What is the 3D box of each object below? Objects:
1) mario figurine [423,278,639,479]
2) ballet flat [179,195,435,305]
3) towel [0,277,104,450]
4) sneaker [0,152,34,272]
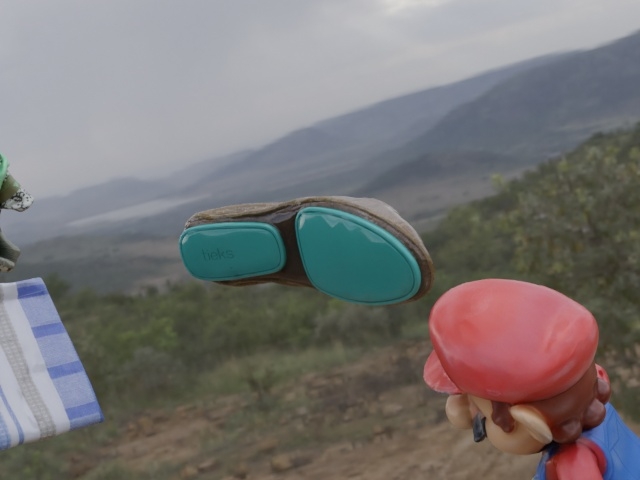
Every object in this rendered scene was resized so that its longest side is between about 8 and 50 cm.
[{"bbox_3d":[0.183,0.169,0.849,0.170,0.320,0.198,-38,12,0],"label":"mario figurine"},{"bbox_3d":[0.000,0.000,1.148,0.342,0.116,0.124,-1,19,41],"label":"ballet flat"},{"bbox_3d":[-0.381,0.137,1.199,0.034,0.209,0.285,-36,-17,27],"label":"towel"},{"bbox_3d":[-0.490,-0.104,1.496,0.182,0.410,0.158,9,43,-5],"label":"sneaker"}]
